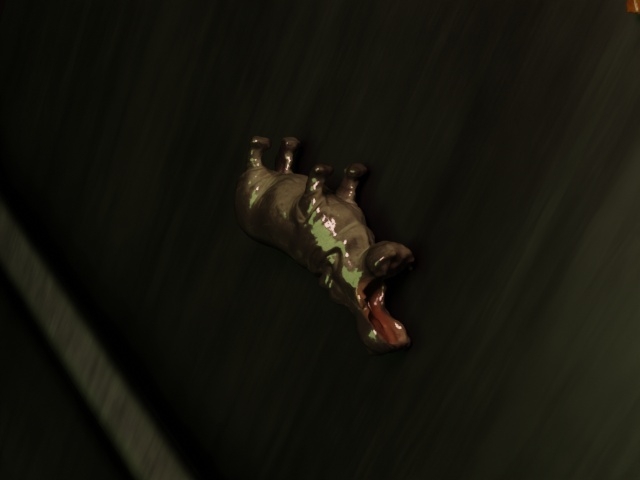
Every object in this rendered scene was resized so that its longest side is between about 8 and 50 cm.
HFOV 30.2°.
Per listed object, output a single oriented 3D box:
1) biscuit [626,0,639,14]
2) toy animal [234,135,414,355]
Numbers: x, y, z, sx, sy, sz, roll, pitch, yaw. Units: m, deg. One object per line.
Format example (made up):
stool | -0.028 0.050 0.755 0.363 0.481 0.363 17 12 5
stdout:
biscuit | 0.373 -0.260 1.084 0.206 0.025 0.126 12 100 50
toy animal | 0.009 -0.011 1.489 0.343 0.106 0.168 44 123 38
